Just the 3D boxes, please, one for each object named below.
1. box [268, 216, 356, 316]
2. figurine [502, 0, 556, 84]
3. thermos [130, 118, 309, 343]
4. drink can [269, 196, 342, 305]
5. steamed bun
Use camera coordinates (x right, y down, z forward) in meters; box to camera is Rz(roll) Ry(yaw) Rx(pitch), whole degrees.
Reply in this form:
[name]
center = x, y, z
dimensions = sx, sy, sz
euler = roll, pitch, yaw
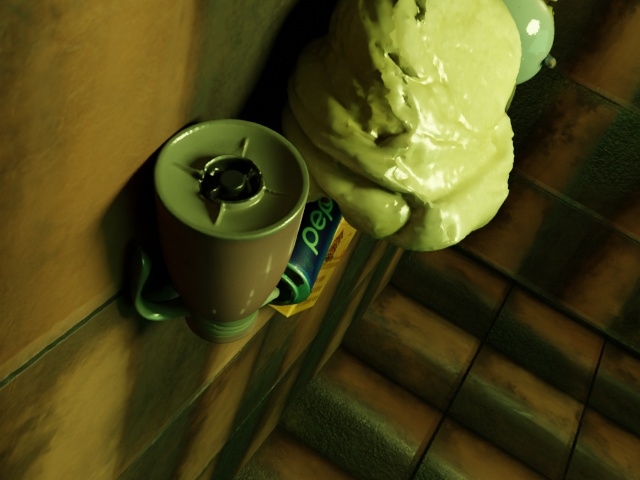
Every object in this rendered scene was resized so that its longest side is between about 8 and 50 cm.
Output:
[box]
center = 0.000, 0.000, 1.326
dimensions = 0.274, 0.076, 0.174
euler = -60, 169, 8
[figurine]
center = 0.374, -0.509, 1.465
dimensions = 0.205, 0.224, 0.382
euler = 42, 54, -56
[thermos]
center = -0.115, 0.016, 0.764
dimensions = 0.176, 0.146, 0.265
euler = -8, 147, -18
[drink can]
center = -0.038, -0.020, 0.953
dimensions = 0.118, 0.118, 0.205
euler = 103, 9, -57
[steamed bun]
center = 0.099, -0.163, 0.877
dimensions = 0.324, 0.230, 0.372
euler = 10, 79, -42
